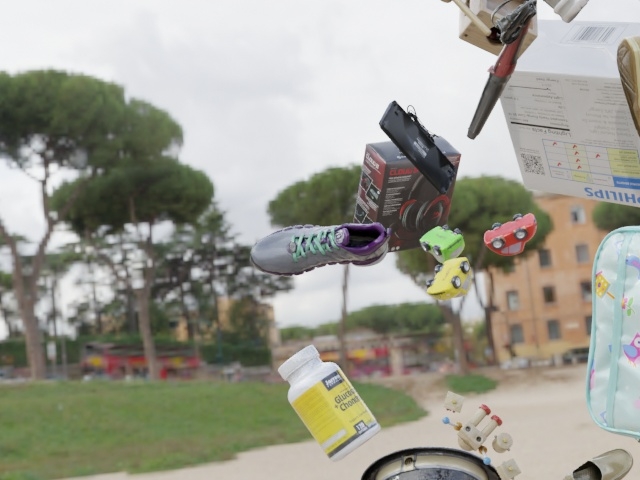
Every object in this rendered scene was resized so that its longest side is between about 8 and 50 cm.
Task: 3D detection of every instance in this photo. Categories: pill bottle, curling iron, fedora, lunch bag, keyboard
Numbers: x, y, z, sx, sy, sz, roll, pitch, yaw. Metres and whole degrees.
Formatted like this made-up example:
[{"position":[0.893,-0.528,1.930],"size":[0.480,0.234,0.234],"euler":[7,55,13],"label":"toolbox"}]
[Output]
[{"position":[0.010,0.271,1.796],"size":[0.103,0.184,0.103],"euler":[-35,-10,-7],"label":"pill bottle"},{"position":[0.244,-0.240,1.501],"size":[0.068,0.035,0.274],"euler":[-20,-28,-21],"label":"curling iron"},{"position":[0.252,0.607,2.431],"size":[0.334,0.152,0.334],"euler":[4,-45,4],"label":"fedora"},{"position":[0.433,0.122,1.316],"size":[0.108,0.279,0.224],"euler":[7,-2,-40],"label":"lunch bag"},{"position":[0.179,-0.174,1.994],"size":[0.192,0.100,0.038],"euler":[46,-38,-20],"label":"keyboard"}]

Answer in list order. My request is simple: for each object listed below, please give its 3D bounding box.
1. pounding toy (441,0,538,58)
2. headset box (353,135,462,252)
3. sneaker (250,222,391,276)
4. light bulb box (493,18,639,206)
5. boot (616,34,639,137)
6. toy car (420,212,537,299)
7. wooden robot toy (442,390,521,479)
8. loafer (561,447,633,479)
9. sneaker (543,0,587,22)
[{"position":[0.299,-0.419,2.020],"size":[0.206,0.181,0.094],"euler":[21,-40,-16],"label":"pounding toy"},{"position":[0.210,-0.125,2.627],"size":[0.218,0.293,0.110],"euler":[-8,35,-26],"label":"headset box"},{"position":[0.000,0.000,1.694],"size":[0.223,0.083,0.098],"euler":[-7,-19,-7],"label":"sneaker"},{"position":[0.636,-0.300,2.495],"size":[0.358,0.361,0.225],"euler":[13,49,41],"label":"light bulb box"},{"position":[0.663,-0.301,1.962],"size":[0.203,0.095,0.262],"euler":[-22,-47,10],"label":"boot"},{"position":[0.258,0.022,1.932],"size":[0.239,0.053,0.225],"euler":[-36,22,-13],"label":"toy car"},{"position":[0.263,0.326,1.774],"size":[0.076,0.173,0.079],"euler":[-40,-15,-22],"label":"wooden robot toy"},{"position":[0.505,0.417,1.930],"size":[0.148,0.056,0.050],"euler":[-25,-26,-16],"label":"loafer"},{"position":[0.443,-0.496,1.750],"size":[0.115,0.281,0.105],"euler":[36,-17,-1],"label":"sneaker"}]
